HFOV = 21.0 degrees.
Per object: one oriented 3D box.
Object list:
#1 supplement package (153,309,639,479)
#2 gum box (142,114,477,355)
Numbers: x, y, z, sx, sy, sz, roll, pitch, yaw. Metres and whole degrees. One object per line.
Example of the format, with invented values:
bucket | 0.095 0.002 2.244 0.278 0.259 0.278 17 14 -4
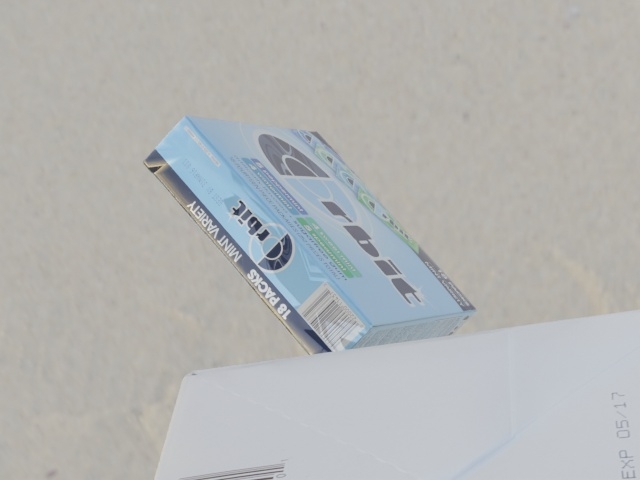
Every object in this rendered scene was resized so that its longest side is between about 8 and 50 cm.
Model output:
supplement package | 0.061 0.192 0.586 0.198 0.262 0.199 -8 26 9
gum box | 0.000 0.000 0.991 0.041 0.184 0.157 -46 74 16
